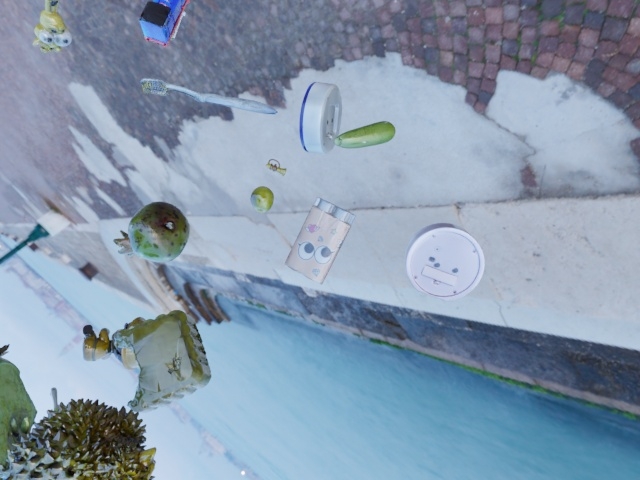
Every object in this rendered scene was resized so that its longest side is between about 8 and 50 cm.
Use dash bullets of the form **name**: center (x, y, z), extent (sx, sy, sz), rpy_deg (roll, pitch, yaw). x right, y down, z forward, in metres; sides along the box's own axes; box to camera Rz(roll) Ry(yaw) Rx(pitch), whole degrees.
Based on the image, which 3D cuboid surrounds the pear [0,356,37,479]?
- **pear**: center (-0.789, 0.396, 1.000), extent (0.238, 0.163, 0.256), rpy_deg (-125, 27, -66)

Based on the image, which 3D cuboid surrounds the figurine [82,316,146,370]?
- **figurine**: center (-0.717, 0.380, 1.599), extent (0.167, 0.256, 0.192), rpy_deg (-124, 36, -49)

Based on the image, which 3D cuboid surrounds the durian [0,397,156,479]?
- **durian**: center (-0.441, 0.444, 0.832), extent (0.292, 0.258, 0.258), rpy_deg (20, 149, 9)

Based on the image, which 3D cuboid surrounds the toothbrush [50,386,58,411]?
- **toothbrush**: center (-0.813, 0.547, 1.364), extent (0.263, 0.022, 0.026), rpy_deg (39, 114, 47)

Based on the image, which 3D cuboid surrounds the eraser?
- **eraser**: center (0.000, 0.000, 1.681), extent (0.171, 0.291, 0.087), rpy_deg (28, -176, 13)

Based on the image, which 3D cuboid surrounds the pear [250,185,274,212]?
- **pear**: center (-0.319, -0.220, 2.339), extent (0.104, 0.141, 0.141), rpy_deg (14, 178, -43)

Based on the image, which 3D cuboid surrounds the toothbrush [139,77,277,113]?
- **toothbrush**: center (-0.289, -0.392, 1.229), extent (0.035, 0.413, 0.042), rpy_deg (-35, 66, 44)

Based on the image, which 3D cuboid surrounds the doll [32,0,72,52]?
- **doll**: center (-0.775, -0.671, 1.280), extent (0.086, 0.117, 0.291), rpy_deg (50, 133, 17)

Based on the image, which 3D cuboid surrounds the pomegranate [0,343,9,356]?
- **pomegranate**: center (-0.970, 0.346, 1.174), extent (0.221, 0.256, 0.221), rpy_deg (39, 150, 28)

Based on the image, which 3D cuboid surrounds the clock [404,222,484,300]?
- **clock**: center (0.321, 0.055, 1.159), extent (0.197, 0.197, 0.068), rpy_deg (45, -165, -5)

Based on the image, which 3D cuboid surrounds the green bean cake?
- **green bean cake**: center (-0.447, 0.333, 1.233), extent (0.124, 0.232, 0.236), rpy_deg (85, 161, -69)

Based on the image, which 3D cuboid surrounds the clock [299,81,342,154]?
- **clock**: center (0.005, -0.404, 1.477), extent (0.083, 0.230, 0.230), rpy_deg (14, 145, 17)

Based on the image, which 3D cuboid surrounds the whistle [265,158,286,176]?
- **whistle**: center (-0.227, -0.380, 2.285), extent (0.109, 0.057, 0.046), rpy_deg (26, -168, -27)

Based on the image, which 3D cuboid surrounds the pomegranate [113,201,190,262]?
- **pomegranate**: center (-0.630, -0.038, 1.659), extent (0.285, 0.231, 0.231), rpy_deg (8, 139, 30)

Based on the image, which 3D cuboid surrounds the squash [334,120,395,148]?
- **squash**: center (0.135, -0.312, 1.319), extent (0.066, 0.201, 0.066), rpy_deg (165, 90, -72)

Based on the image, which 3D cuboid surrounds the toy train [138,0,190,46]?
- **toy train**: center (-0.503, -0.740, 1.438), extent (0.082, 0.204, 0.131), rpy_deg (17, 165, -2)
